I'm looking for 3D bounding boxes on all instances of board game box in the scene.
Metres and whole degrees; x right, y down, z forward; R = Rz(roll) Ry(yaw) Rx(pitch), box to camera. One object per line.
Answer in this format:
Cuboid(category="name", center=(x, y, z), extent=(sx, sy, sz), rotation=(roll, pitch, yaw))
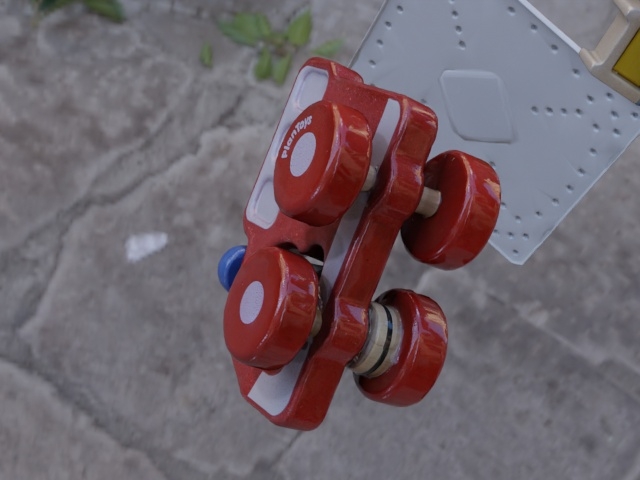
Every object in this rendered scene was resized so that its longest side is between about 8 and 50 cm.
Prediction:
Cuboid(category="board game box", center=(0.234, -0.200, 2.006), extent=(0.390, 0.390, 0.050), rotation=(43, 52, 8))

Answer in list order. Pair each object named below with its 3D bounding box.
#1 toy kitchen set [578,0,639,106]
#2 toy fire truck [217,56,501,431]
Cuboid(category="toy kitchen set", center=(0.327, -0.153, 1.162), extent=(0.122, 0.166, 0.207), rotation=(23, 23, -19))
Cuboid(category="toy fire truck", center=(0.000, 0.000, 1.233), extent=(0.169, 0.302, 0.254), rotation=(18, 6, -28))
